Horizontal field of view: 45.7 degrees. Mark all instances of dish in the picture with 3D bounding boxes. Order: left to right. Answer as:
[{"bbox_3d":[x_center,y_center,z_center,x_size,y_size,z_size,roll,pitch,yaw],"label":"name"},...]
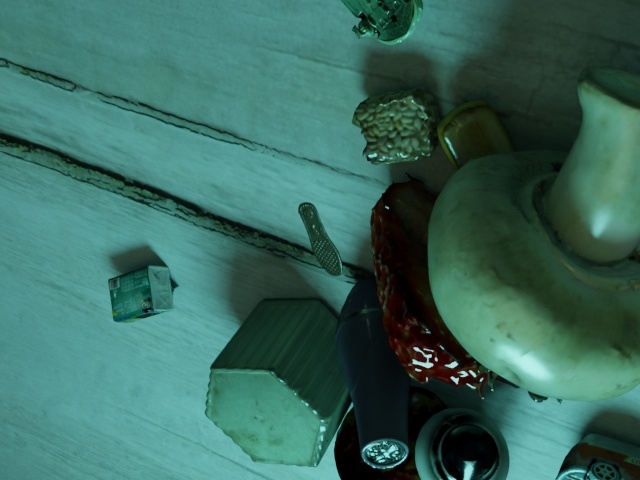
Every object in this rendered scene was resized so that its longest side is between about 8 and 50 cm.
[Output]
[{"bbox_3d":[0.210,0.301,1.069,0.141,0.141,0.078,32,159,5],"label":"dish"}]

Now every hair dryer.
[{"bbox_3d":[0.199,0.198,1.094,0.361,0.301,0.121,10,128,-9],"label":"hair dryer"}]

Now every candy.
[{"bbox_3d":[0.100,-0.148,0.994,0.110,0.085,0.095,-12,108,22],"label":"candy"}]

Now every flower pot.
[{"bbox_3d":[-0.055,0.233,1.257,0.239,0.190,0.209,47,130,-7],"label":"flower pot"}]

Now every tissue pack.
[{"bbox_3d":[-0.319,0.099,1.383,0.111,0.079,0.085,-18,76,34],"label":"tissue pack"}]

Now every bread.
[{"bbox_3d":[0.198,-0.127,0.972,0.082,0.056,0.115,-33,119,14],"label":"bread"}]

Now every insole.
[{"bbox_3d":[0.000,0.000,1.195,0.045,0.002,0.135,-9,116,31],"label":"insole"}]

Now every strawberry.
[{"bbox_3d":[0.155,0.080,1.014,0.280,0.253,0.150,33,138,6],"label":"strawberry"}]

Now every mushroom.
[{"bbox_3d":[0.257,-0.001,0.864,0.315,0.315,0.356,-11,104,32],"label":"mushroom"}]

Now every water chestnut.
[{"bbox_3d":[0.153,0.370,1.209,0.244,0.289,0.289,-17,118,-7],"label":"water chestnut"}]

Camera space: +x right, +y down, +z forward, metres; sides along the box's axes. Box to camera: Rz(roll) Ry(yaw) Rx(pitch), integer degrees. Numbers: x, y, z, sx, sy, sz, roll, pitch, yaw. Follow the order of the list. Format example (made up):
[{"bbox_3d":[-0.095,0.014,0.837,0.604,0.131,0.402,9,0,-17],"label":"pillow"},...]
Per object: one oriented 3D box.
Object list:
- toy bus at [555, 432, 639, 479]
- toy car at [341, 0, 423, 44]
[{"bbox_3d":[0.482,0.376,1.118,0.265,0.120,0.121,16,127,17],"label":"toy bus"},{"bbox_3d":[0.053,-0.319,0.919,0.186,0.058,0.093,51,131,5],"label":"toy car"}]
